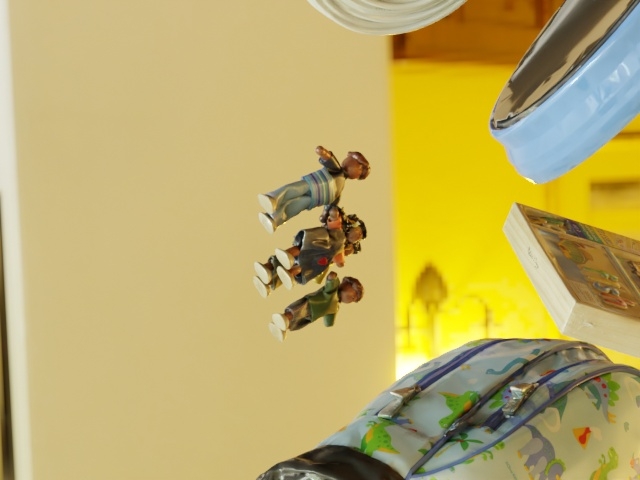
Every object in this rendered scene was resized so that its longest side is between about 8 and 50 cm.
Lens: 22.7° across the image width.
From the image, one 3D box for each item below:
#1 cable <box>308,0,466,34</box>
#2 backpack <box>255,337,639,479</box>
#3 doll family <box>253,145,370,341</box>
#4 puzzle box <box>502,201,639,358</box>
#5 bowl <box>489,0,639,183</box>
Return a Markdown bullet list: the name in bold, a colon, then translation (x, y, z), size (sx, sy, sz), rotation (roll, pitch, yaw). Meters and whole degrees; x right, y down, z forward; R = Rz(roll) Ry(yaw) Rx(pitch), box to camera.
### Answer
- **cable**: translation (0.079, -0.351, 1.726), size (0.257, 0.257, 0.089), rotation (26, -152, -33)
- **backpack**: translation (0.149, 0.229, 1.374), size (0.273, 0.290, 0.355), rotation (-14, -167, 32)
- **doll family**: translation (0.000, 0.000, 1.404), size (0.111, 0.076, 0.193), rotation (-24, 149, -25)
- **puzzle box**: translation (0.429, 0.069, 2.272), size (0.272, 0.052, 0.409), rotation (17, -162, -12)
- **bowl**: translation (0.326, -0.235, 1.728), size (0.077, 0.391, 0.391), rotation (39, 179, -8)
